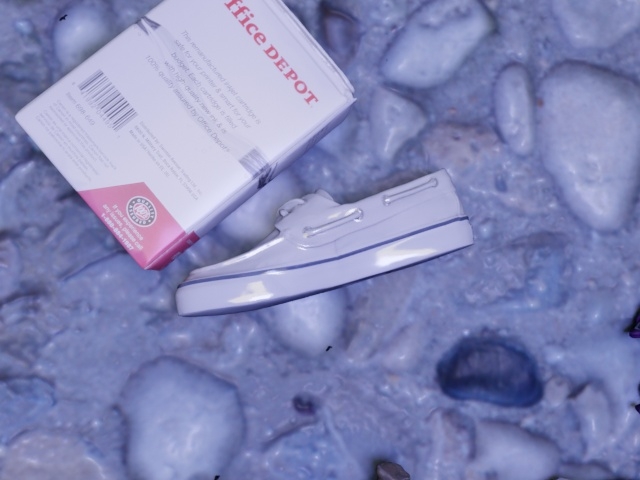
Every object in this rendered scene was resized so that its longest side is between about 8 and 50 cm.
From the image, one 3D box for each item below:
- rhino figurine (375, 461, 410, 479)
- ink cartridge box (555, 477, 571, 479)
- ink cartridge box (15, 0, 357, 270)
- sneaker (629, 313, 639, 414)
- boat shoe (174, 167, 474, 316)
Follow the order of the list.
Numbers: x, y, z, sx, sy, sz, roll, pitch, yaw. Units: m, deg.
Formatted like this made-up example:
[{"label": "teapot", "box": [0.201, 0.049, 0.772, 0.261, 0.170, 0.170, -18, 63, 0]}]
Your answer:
[{"label": "rhino figurine", "box": [0.122, 0.286, 0.533, 0.243, 0.073, 0.106, 30, 115, 25]}, {"label": "ink cartridge box", "box": [0.211, 0.267, 0.554, 0.090, 0.092, 0.143, -18, 95, -30]}, {"label": "ink cartridge box", "box": [-0.103, -0.102, 0.572, 0.218, 0.092, 0.158, -40, 90, -5]}, {"label": "sneaker", "box": [0.326, 0.047, 0.609, 0.098, 0.083, 0.224, 0, 86, -1]}, {"label": "boat shoe", "box": [0.000, 0.000, 0.583, 0.258, 0.095, 0.084, -14, 83, -17]}]
